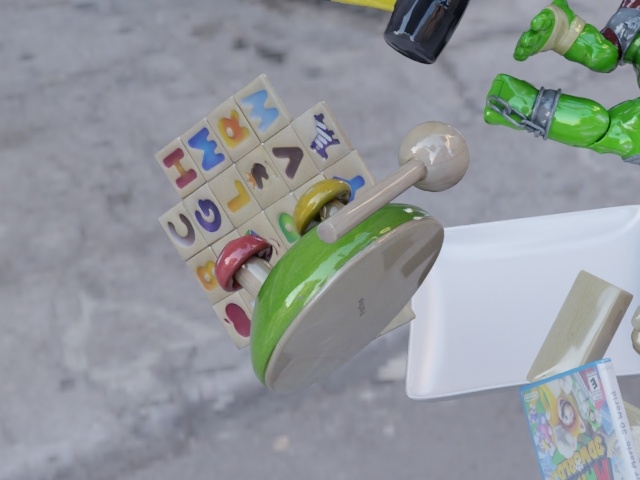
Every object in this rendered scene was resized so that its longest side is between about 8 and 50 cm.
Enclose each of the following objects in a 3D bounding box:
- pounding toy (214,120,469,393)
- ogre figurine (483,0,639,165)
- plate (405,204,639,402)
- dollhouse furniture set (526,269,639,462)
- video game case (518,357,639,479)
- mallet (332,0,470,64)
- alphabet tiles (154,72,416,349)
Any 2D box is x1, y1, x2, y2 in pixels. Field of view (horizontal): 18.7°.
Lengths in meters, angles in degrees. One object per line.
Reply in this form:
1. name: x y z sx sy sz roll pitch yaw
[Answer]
1. pounding toy: 0.000 0.000 1.472 0.183 0.237 0.110 -30 66 -38
2. ogre figurine: 0.202 -0.129 1.206 0.118 0.097 0.197 36 66 7
3. plate: 0.236 0.076 2.146 0.278 0.045 0.277 -8 38 10
4. dollhouse furniture set: 0.294 0.132 1.781 0.151 0.144 0.123 28 1 42
5. video game case: 0.199 0.177 1.419 0.015 0.166 0.119 -11 -9 -26
6. mallet: 0.011 -0.147 1.210 0.189 0.039 0.062 9 69 41
7. alphabet tiles: -0.043 -0.007 1.996 0.011 0.285 0.342 -32 1 -38
